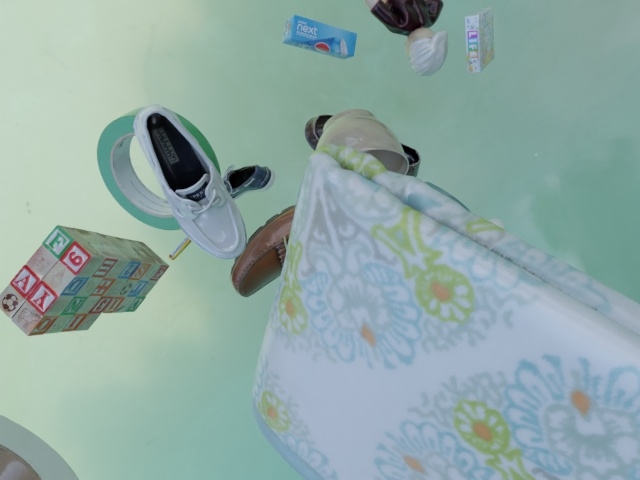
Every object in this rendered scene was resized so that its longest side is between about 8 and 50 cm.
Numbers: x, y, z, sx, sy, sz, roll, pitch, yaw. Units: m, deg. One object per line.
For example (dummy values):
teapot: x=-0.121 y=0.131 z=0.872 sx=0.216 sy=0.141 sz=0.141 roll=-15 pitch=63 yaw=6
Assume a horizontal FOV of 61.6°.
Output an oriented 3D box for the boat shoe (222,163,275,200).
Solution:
boat shoe: x=-0.245 y=-0.173 z=1.584 sx=0.255 sy=0.079 sz=0.095 roll=-3 pitch=68 yaw=43

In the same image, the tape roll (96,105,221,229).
tape roll: x=-0.418 y=-0.180 z=1.387 sx=0.322 sy=0.077 sz=0.321 roll=11 pitch=126 yaw=16

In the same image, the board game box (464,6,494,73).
board game box: x=0.317 y=-0.399 z=1.063 sx=0.026 sy=0.154 sz=0.103 roll=3 pitch=118 yaw=27

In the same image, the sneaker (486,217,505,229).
sneaker: x=0.295 y=0.102 z=1.033 sx=0.152 sy=0.114 sz=0.305 roll=28 pitch=79 yaw=21

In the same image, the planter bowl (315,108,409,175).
planter bowl: x=0.061 y=-0.156 z=0.926 sx=0.162 sy=0.162 sz=0.109 roll=-21 pitch=65 yaw=23

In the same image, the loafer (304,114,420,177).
loafer: x=0.135 y=-0.284 z=1.558 sx=0.366 sy=0.130 sz=0.133 roll=18 pitch=68 yaw=-10

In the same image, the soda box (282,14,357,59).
soda box: x=0.000 y=-0.598 z=1.588 sx=0.067 sy=0.210 sz=0.071 roll=19 pitch=102 yaw=63

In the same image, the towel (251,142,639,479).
towel: x=0.109 y=0.140 z=0.438 sx=0.375 sy=0.090 sz=0.320 roll=33 pitch=126 yaw=22

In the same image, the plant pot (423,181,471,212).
plant pot: x=0.265 y=-0.021 z=1.308 sx=0.234 sy=0.166 sz=0.165 roll=59 pitch=151 yaw=32

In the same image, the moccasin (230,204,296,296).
moccasin: x=0.000 y=0.002 z=1.052 sx=0.380 sy=0.139 sz=0.147 roll=-28 pitch=63 yaw=-13

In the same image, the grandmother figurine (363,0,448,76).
grandmother figurine: x=0.169 y=-0.495 z=1.111 sx=0.208 sy=0.104 sz=0.342 roll=-19 pitch=79 yaw=-18

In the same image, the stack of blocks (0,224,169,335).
stack of blocks: x=-0.430 y=0.079 z=1.018 sx=0.087 sy=0.297 sz=0.171 roll=39 pitch=92 yaw=11

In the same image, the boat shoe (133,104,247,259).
boat shoe: x=-0.187 y=-0.073 z=0.779 sx=0.095 sy=0.084 sz=0.258 roll=-36 pitch=111 yaw=-8

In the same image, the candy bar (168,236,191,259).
candy bar: x=-0.463 y=0.006 z=1.846 sx=0.161 sy=0.018 sz=0.040 roll=-47 pitch=36 yaw=-2

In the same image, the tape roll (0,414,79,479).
tape roll: x=-0.556 y=0.411 z=0.868 sx=0.392 sy=0.392 sz=0.072 roll=37 pitch=85 yaw=12
